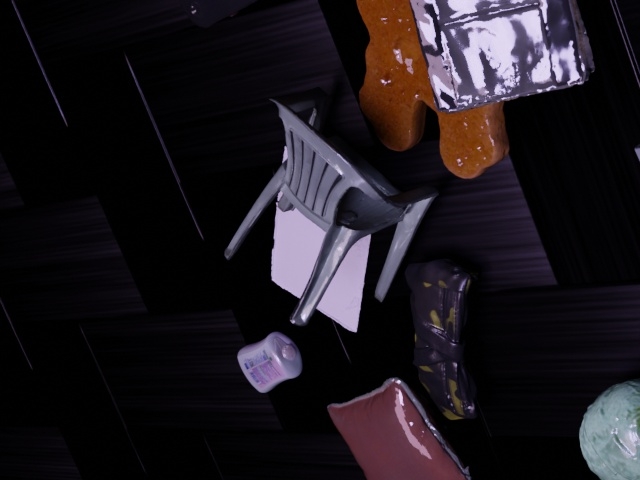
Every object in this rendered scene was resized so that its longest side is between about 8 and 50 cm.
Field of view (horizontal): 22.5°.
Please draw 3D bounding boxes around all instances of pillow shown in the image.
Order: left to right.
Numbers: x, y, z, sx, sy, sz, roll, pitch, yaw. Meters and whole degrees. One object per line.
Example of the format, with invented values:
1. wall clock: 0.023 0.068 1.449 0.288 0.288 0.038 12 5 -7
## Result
1. pillow: 0.103 0.264 2.106 0.179 0.075 0.171 -30 92 51

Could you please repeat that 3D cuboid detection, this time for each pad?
1. pad: 0.000 0.000 2.088 0.156 0.004 0.232 32 135 28
2. pad: 0.173 -0.255 1.660 0.174 0.022 0.233 -13 107 17

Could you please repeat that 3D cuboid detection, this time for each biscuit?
1. biscuit: 0.126 -0.231 1.768 0.202 0.047 0.334 22 131 34

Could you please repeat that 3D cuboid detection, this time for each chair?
1. chair: 0.008 -0.050 1.898 0.203 0.190 0.275 41 131 20

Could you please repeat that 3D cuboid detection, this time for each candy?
1. candy: 0.419 0.119 1.683 0.119 0.119 0.440 46 131 13

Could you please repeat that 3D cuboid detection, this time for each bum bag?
1. bum bag: 0.152 0.122 1.972 0.106 0.060 0.233 28 132 43

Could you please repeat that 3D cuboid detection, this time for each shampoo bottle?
1. shampoo bottle: -0.067 0.167 2.241 0.072 0.043 0.099 57 140 -1

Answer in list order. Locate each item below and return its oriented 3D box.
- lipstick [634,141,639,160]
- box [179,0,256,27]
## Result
1. lipstick: 0.360 -0.057 1.662 0.025 0.025 0.107 -10 114 49
2. box: -0.082 -0.391 1.866 0.350 0.058 0.211 -19 100 50
